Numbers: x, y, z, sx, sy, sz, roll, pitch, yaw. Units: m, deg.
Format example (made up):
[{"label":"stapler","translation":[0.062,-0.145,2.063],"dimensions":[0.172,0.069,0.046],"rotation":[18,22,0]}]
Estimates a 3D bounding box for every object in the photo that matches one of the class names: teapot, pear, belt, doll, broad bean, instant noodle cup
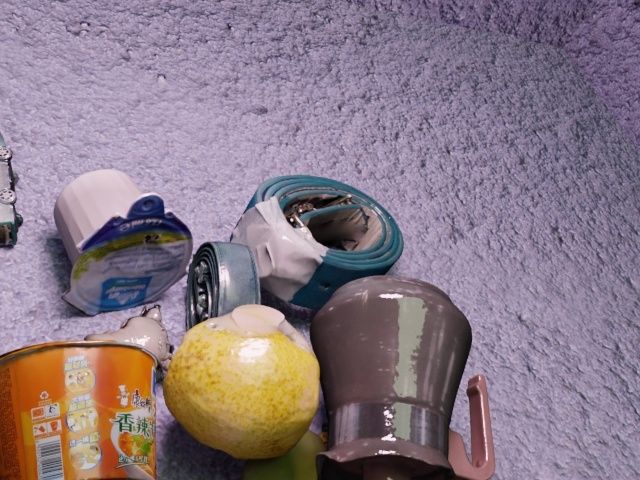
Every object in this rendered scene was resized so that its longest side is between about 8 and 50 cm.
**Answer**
[{"label":"teapot","translation":[0.152,0.288,1.377],"dimensions":[0.376,0.305,0.362],"rotation":[21,54,-22]},{"label":"pear","translation":[-0.133,0.248,1.288],"dimensions":[0.271,0.271,0.271],"rotation":[16,44,-16]},{"label":"belt","translation":[-0.189,0.128,1.489],"dimensions":[0.116,0.206,0.268],"rotation":[6,56,-26]},{"label":"doll","translation":[-0.357,0.200,1.406],"dimensions":[0.192,0.095,0.149],"rotation":[-16,57,-36]},{"label":"belt","translation":[0.001,-0.001,1.706],"dimensions":[0.436,0.173,0.300],"rotation":[-10,52,-47]},{"label":"broad bean","translation":[-0.056,0.445,1.341],"dimensions":[0.189,0.121,0.263],"rotation":[35,29,-9]},{"label":"instant noodle cup","translation":[-0.383,0.306,1.171],"dimensions":[0.296,0.296,0.214],"rotation":[3,58,-28]}]

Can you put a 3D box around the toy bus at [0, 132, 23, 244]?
[{"label":"toy bus","translation":[-0.663,-0.106,1.530],"dimensions":[0.109,0.091,0.262],"rotation":[-6,52,-21]}]

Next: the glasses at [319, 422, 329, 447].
[{"label":"glasses","translation":[0.085,0.357,1.543],"dimensions":[0.162,0.095,0.255],"rotation":[4,43,11]}]

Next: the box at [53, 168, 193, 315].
[{"label":"box","translation":[-0.406,-0.031,1.478],"dimensions":[0.262,0.291,0.206],"rotation":[-14,48,-35]}]
